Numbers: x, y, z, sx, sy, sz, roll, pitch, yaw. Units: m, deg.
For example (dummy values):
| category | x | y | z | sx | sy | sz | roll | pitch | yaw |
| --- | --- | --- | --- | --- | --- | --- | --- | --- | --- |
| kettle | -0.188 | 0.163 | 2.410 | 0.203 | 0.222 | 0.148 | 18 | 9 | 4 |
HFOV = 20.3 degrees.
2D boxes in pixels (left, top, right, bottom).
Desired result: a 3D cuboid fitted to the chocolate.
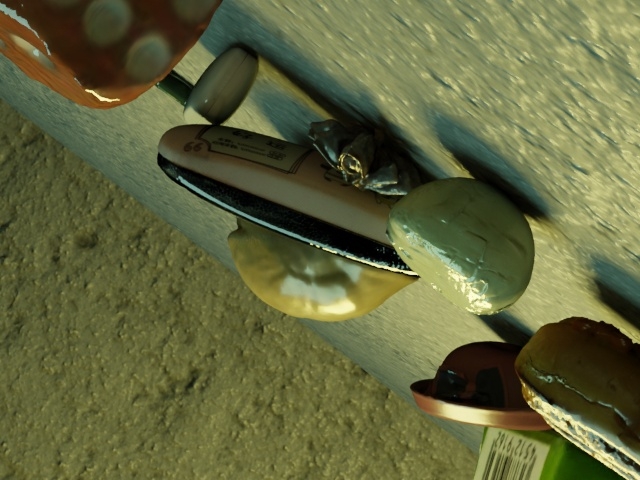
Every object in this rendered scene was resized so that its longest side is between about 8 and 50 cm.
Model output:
| category | x | y | z | sx | sy | sz | roll | pitch | yaw |
| --- | --- | --- | --- | --- | --- | --- | --- | --- | --- |
| chocolate | 0.342 | 0.332 | 2.135 | 0.288 | 0.137 | 0.301 | 28 | 177 | -10 |

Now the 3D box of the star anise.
| category | x | y | z | sx | sy | sz | roll | pitch | yaw |
| --- | --- | --- | --- | --- | --- | --- | --- | --- | --- |
| star anise | 0.041 | -0.074 | 1.589 | 0.124 | 0.056 | 0.129 | 34 | -173 | 15 |

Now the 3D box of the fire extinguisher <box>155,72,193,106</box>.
| category | x | y | z | sx | sy | sz | roll | pitch | yaw |
| --- | --- | --- | --- | --- | --- | --- | --- | --- | --- |
| fire extinguisher | -0.167 | -0.179 | 2.117 | 0.083 | 0.025 | 0.038 | 37 | 150 | 14 |

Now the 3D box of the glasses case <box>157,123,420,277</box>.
| category | x | y | z | sx | sy | sz | roll | pitch | yaw |
| --- | --- | --- | --- | --- | --- | --- | --- | --- | --- |
| glasses case | -0.003 | -0.039 | 1.670 | 0.314 | 0.075 | 0.122 | 21 | -164 | 8 |

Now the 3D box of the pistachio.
| category | x | y | z | sx | sy | sz | roll | pitch | yaw |
| --- | --- | --- | --- | --- | --- | --- | --- | --- | --- |
| pistachio | 0.000 | 0.000 | 1.876 | 0.181 | 0.162 | 0.293 | 8 | -177 | -23 |

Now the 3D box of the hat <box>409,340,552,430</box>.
| category | x | y | z | sx | sy | sz | roll | pitch | yaw |
| --- | --- | --- | --- | --- | --- | --- | --- | --- | --- |
| hat | 0.201 | 0.163 | 2.059 | 0.205 | 0.089 | 0.205 | 7 | -177 | 0 |

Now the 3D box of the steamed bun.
| category | x | y | z | sx | sy | sz | roll | pitch | yaw |
| --- | --- | --- | --- | --- | --- | --- | --- | --- | --- |
| steamed bun | 0.124 | -0.004 | 1.487 | 0.130 | 0.091 | 0.112 | 40 | 167 | 7 |

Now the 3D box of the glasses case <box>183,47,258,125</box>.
| category | x | y | z | sx | sy | sz | roll | pitch | yaw |
| --- | --- | --- | --- | --- | --- | --- | --- | --- | --- |
| glasses case | -0.100 | -0.148 | 1.771 | 0.049 | 0.074 | 0.193 | 36 | 174 | -7 |

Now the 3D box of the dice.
| category | x | y | z | sx | sy | sz | roll | pitch | yaw |
| --- | --- | --- | --- | --- | --- | --- | --- | --- | --- |
| dice | -0.195 | -0.217 | 1.419 | 0.179 | 0.174 | 0.175 | 33 | 170 | 43 |

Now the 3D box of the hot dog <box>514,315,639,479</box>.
| category | x | y | z | sx | sy | sz | roll | pitch | yaw |
| --- | --- | --- | --- | --- | --- | --- | --- | --- | --- |
| hot dog | 0.324 | 0.175 | 1.526 | 0.349 | 0.117 | 0.158 | 34 | 177 | 20 |
